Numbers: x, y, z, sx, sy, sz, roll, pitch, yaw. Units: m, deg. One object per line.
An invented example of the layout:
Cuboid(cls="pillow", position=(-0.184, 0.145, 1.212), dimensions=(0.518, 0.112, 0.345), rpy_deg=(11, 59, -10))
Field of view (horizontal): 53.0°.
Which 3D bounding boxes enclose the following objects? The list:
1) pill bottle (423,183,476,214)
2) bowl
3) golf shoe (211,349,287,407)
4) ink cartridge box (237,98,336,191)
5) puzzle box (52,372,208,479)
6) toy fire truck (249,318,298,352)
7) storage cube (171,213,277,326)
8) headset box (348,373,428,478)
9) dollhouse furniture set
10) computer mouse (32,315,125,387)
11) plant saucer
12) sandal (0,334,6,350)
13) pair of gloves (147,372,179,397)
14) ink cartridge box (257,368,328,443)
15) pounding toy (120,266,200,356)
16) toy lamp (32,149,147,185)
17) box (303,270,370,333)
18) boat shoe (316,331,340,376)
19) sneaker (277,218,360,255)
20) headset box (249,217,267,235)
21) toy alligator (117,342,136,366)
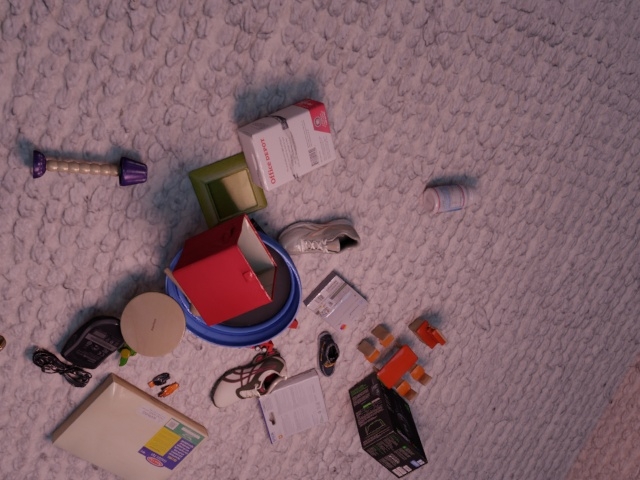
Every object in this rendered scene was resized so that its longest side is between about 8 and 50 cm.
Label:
Cuboid(cls="pill bottle", position=(0.421, -0.137, 2.087), dimensions=(0.160, 0.087, 0.087), rpy_deg=(-9, 117, -20))
Cuboid(cls="bowl", position=(-0.250, 0.134, 1.863), dimensions=(0.390, 0.077, 0.391), rpy_deg=(0, 118, 0))
Cuboid(cls="golf shoe", position=(-0.231, 0.464, 2.075), dimensions=(0.272, 0.120, 0.105), rpy_deg=(-35, 124, -3))
Cuboid(cls="ink cartridge box", position=(-0.091, -0.265, 1.772), dimensions=(0.237, 0.100, 0.172), rpy_deg=(-28, 122, -23))
Cuboid(cls="puzzle box", position=(-0.591, 0.618, 2.032), dimensions=(0.272, 0.052, 0.409), rpy_deg=(-45, 123, 2))
Cuboid(cls="toy fire truck", position=(-0.181, 0.287, 2.053), dimensions=(0.192, 0.047, 0.135), rpy_deg=(15, 107, -28))
Cuboid(cls="storage cube", position=(-0.244, 0.079, 1.686), dimensions=(0.193, 0.184, 0.215), rpy_deg=(-22, 116, 12))
Cuboid(cls="headset box", position=(0.235, 0.650, 2.279), dimensions=(0.131, 0.283, 0.246), rpy_deg=(-34, 123, 13))
Cuboid(cls="dollhouse furniture set", position=(0.305, 0.400, 2.237), dimensions=(0.259, 0.135, 0.262), rpy_deg=(-45, 112, -9))
Cuboid(cls="computer mouse", position=(-0.667, 0.295, 1.839), dimensions=(0.272, 0.072, 0.188), rpy_deg=(-38, 126, 12))
Cuboid(cls="plant saucer", position=(-0.253, -0.136, 1.820), dimensions=(0.188, 0.045, 0.189), rpy_deg=(-23, 121, -12))
Cuboid(cls="sandal", position=(-0.927, 0.329, 1.746), dimensions=(0.180, 0.072, 0.049), rpy_deg=(-38, 144, -8))
Cuboid(cls="pair of gloves", position=(-0.493, 0.456, 2.021), dimensions=(0.074, 0.010, 0.083), rpy_deg=(-32, 120, -5))
Cuboid(cls="ink cartridge box", position=(-0.096, 0.577, 2.230), dimensions=(0.223, 0.045, 0.223), rpy_deg=(-18, 119, -14))
Cuboid(cls="pounding toy", position=(-0.443, 0.210, 1.820), dimensions=(0.183, 0.110, 0.237), rpy_deg=(45, 92, -1))
Cuboid(cls="toy lamp", position=(-0.584, -0.181, 1.637), dimensions=(0.274, 0.080, 0.080), rpy_deg=(1, 113, -23))
Cuboid(cls="box", position=(0.055, 0.207, 2.123), dimensions=(0.145, 0.038, 0.186), rpy_deg=(-47, 122, 4))
Cuboid(cls="boat shoe", position=(0.028, 0.405, 2.178), dimensions=(0.065, 0.083, 0.184), rpy_deg=(-15, 119, -16))
Cuboid(cls="sneaker", position=(0.000, 0.000, 1.950), dimensions=(0.262, 0.121, 0.099), rpy_deg=(-13, 118, -17))
Cuboid(cls="headset box", position=(-0.197, -0.015, 1.910), dimensions=(0.062, 0.032, 0.083), rpy_deg=(-39, 121, -2))
Cuboid(cls="toy alligator", position=(-0.546, 0.289, 1.897), dimensions=(0.051, 0.056, 0.190), rpy_deg=(41, 95, 8))
